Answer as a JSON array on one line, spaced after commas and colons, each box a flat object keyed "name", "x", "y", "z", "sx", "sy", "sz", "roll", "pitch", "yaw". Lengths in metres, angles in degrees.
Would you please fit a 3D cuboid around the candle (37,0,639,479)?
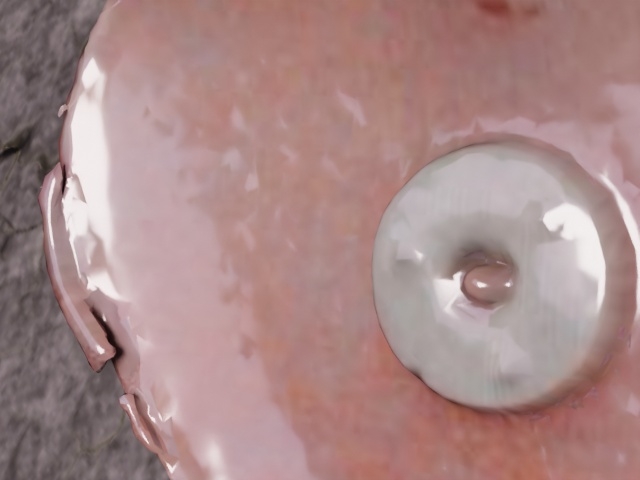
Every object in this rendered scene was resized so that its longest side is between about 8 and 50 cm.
[{"name": "candle", "x": 0.067, "y": 0.024, "z": 0.605, "sx": 0.317, "sy": 0.131, "sz": 0.287, "roll": 2, "pitch": 88, "yaw": 32}]
